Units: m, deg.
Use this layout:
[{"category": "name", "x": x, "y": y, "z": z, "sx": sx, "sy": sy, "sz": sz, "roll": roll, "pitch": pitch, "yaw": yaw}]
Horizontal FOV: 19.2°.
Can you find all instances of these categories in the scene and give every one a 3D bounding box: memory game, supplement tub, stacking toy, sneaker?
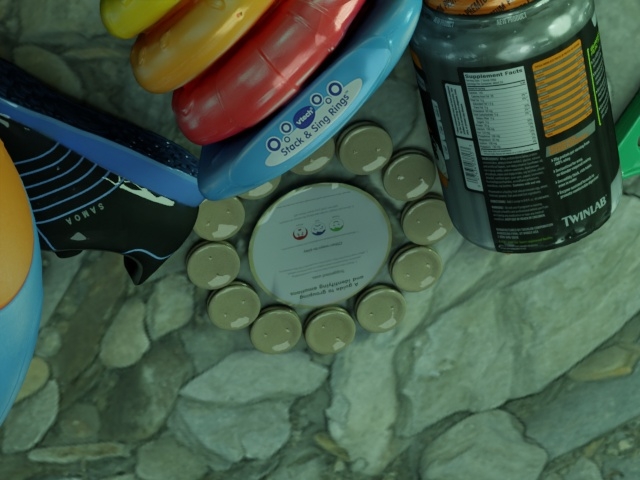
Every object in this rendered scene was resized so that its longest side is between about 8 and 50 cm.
[{"category": "memory game", "x": 0.000, "y": 0.000, "z": 1.269, "sx": 0.186, "sy": 0.012, "sz": 0.186, "roll": -7, "pitch": 123, "yaw": -11}, {"category": "supplement tub", "x": 0.120, "y": -0.097, "z": 1.177, "sx": 0.117, "sy": 0.117, "sz": 0.190, "roll": -17, "pitch": 123, "yaw": -4}, {"category": "stacking toy", "x": -0.095, "y": -0.184, "z": 1.066, "sx": 0.175, "sy": 0.165, "sz": 0.302, "roll": -41, "pitch": 108, "yaw": 17}, {"category": "sneaker", "x": -0.176, "y": -0.045, "z": 1.152, "sx": 0.232, "sy": 0.081, "sz": 0.090, "roll": 26, "pitch": 106, "yaw": -28}]

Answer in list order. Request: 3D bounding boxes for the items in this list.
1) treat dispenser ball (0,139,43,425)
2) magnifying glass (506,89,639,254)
[{"category": "treat dispenser ball", "x": -0.291, "y": 0.022, "z": 0.997, "sx": 0.288, "sy": 0.288, "sz": 0.288, "roll": -7, "pitch": 122, "yaw": -11}, {"category": "magnifying glass", "x": 0.214, "y": -0.066, "z": 1.280, "sx": 0.231, "sy": 0.026, "sz": 0.092, "roll": -35, "pitch": 124, "yaw": 6}]
